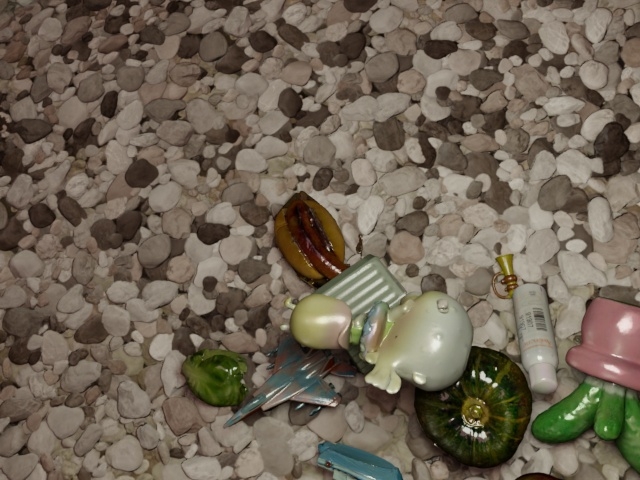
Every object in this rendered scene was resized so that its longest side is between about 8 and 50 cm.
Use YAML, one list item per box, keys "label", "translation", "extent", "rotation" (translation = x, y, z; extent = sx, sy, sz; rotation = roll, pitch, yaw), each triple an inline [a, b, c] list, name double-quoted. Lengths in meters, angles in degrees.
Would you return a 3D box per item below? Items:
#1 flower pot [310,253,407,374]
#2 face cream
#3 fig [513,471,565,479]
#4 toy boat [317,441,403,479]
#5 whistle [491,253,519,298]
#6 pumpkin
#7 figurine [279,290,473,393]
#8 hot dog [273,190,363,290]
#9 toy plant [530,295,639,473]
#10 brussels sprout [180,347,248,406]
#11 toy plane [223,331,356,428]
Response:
- label: "flower pot"
  translation: [0.106, 0.167, 1.833]
  extent: [0.190, 0.239, 0.209]
  rotation: [-36, 36, -2]
- label: "face cream"
  translation: [0.478, 0.217, 1.754]
  extent: [0.082, 0.082, 0.269]
  rotation: [-6, 44, 9]
- label: "fig"
  translation: [0.432, 0.633, 1.621]
  extent: [0.217, 0.217, 0.320]
  rotation: [33, 107, 21]
- label: "toy boat"
  translation: [0.086, 0.526, 1.766]
  extent: [0.215, 0.088, 0.102]
  rotation: [14, 95, 20]
- label: "whistle"
  translation: [0.440, 0.089, 1.888]
  extent: [0.057, 0.046, 0.109]
  rotation: [-4, 73, -5]
- label: "pumpkin"
  translation: [0.340, 0.355, 1.731]
  extent: [0.261, 0.189, 0.260]
  rotation: [1, 93, 17]
- label: "figurine"
  translation: [0.104, 0.199, 1.602]
  extent: [0.395, 0.226, 0.274]
  rotation: [13, 30, 10]
- label: "hot dog"
  translation: [-0.006, 0.002, 1.978]
  extent: [0.194, 0.107, 0.326]
  rotation: [-44, 67, -8]
- label: "toy plant"
  translation: [0.644, 0.307, 1.674]
  extent: [0.317, 0.210, 0.355]
  rotation: [16, 85, 15]
- label: "brussels sprout"
  translation: [-0.256, 0.331, 1.909]
  extent: [0.181, 0.100, 0.139]
  rotation: [14, 91, 6]
- label: "toy plane"
  translation: [-0.086, 0.345, 1.854]
  extent: [0.326, 0.104, 0.223]
  rotation: [-36, 65, -8]
